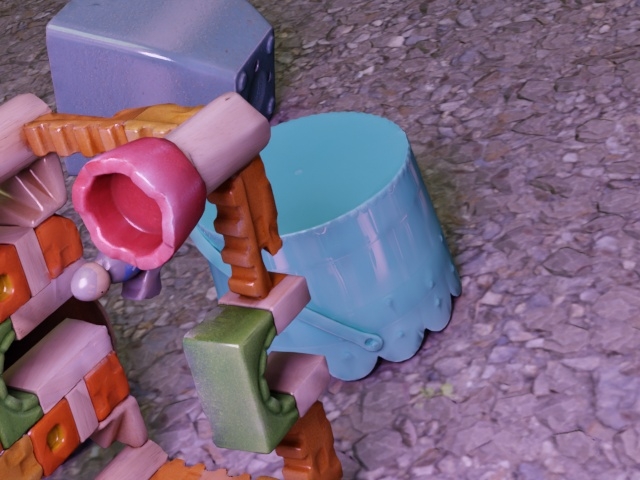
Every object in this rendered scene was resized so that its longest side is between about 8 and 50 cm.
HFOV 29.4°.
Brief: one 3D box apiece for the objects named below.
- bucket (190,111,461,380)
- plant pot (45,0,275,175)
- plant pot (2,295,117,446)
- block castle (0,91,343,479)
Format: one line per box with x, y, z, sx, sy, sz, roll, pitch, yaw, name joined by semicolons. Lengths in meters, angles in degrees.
0.000;0.000;1.309;0.281;0.183;0.281;-14;32;9;bucket
-0.200;-0.228;1.706;0.252;0.248;0.247;13;42;13;plant pot
-0.367;0.123;1.324;0.215;0.215;0.230;-38;24;-27;plant pot
-0.167;0.113;0.990;0.303;0.453;0.213;5;32;31;block castle
